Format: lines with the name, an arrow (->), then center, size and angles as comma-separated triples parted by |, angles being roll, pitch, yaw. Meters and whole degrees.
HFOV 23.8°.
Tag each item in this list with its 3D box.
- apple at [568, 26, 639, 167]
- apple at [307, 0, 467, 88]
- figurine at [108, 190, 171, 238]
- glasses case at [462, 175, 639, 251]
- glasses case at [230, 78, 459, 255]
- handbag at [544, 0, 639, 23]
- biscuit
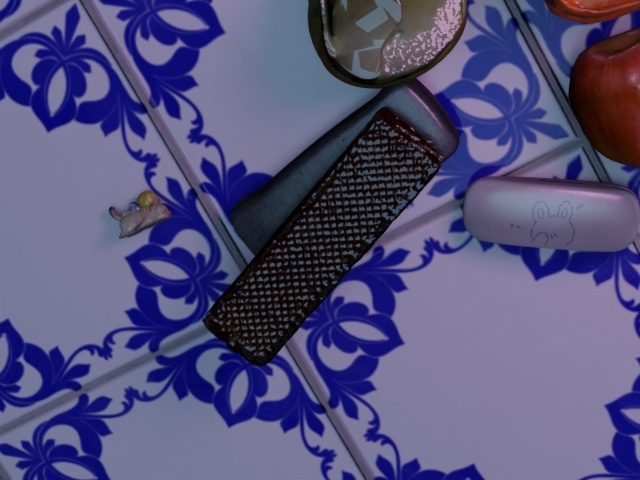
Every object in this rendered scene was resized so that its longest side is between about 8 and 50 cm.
apple -> 0.412, -0.174, 1.905 | 0.199, 0.199, 0.199 | 3, 108, 8
apple -> 0.082, -0.289, 1.913 | 0.188, 0.174, 0.207 | -12, 62, -7
figurine -> -0.251, -0.039, 2.114 | 0.083, 0.047, 0.051 | -25, 92, 11
glasses case -> 0.306, -0.036, 2.019 | 0.233, 0.059, 0.092 | 5, 107, 6
glasses case -> 0.032, -0.083, 2.038 | 0.323, 0.074, 0.131 | -38, 100, 18
handbag -> 0.349, -0.480, 1.766 | 0.303, 0.116, 0.410 | -18, 96, 24
biscuit -> 0.000, 0.000, 1.992 | 0.107, 0.073, 0.388 | 39, 109, -5
